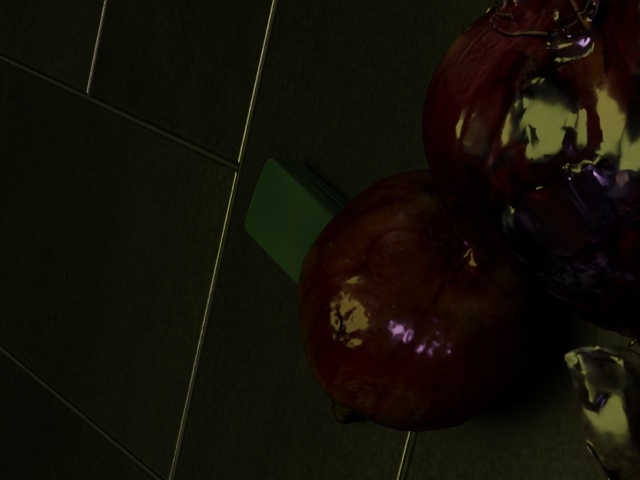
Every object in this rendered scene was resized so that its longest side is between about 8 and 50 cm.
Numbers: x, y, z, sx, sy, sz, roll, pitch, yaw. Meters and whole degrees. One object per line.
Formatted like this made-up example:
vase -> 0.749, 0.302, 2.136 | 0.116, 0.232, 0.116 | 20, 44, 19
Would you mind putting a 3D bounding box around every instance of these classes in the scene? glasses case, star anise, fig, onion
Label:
glasses case -> 0.000, 0.000, 1.388 | 0.184, 0.039, 0.077 | 43, 120, 47
star anise -> 0.242, 0.152, 0.933 | 0.129, 0.282, 0.212 | -41, 29, -14
fig -> 0.080, 0.076, 1.223 | 0.290, 0.191, 0.190 | 74, 176, -59
onion -> 0.204, -0.079, 0.985 | 0.281, 0.221, 0.280 | 13, 115, 28
